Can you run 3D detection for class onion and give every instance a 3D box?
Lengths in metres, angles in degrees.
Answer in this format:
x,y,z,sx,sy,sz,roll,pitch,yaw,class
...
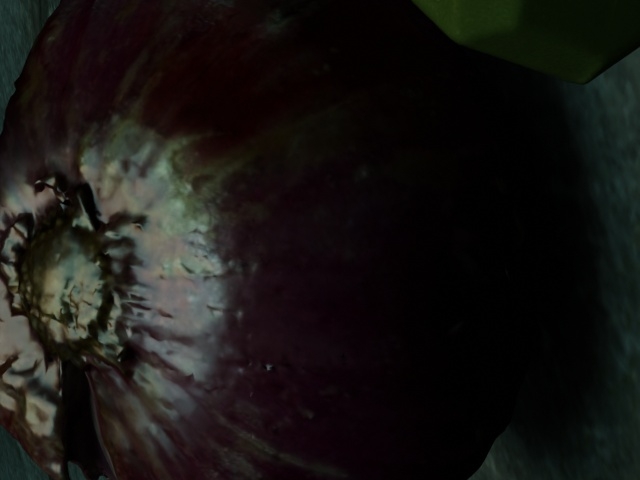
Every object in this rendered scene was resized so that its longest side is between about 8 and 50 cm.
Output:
x,y,z,sx,sy,sz,roll,pitch,yaw,class
-0.011,0.003,0.767,0.230,0.272,0.256,22,132,36,onion

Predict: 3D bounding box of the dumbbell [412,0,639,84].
x,y,z,sx,sy,sz,roll,pitch,yaw,class
0.038,-0.177,0.662,0.302,0.108,0.121,-123,28,-46,dumbbell
